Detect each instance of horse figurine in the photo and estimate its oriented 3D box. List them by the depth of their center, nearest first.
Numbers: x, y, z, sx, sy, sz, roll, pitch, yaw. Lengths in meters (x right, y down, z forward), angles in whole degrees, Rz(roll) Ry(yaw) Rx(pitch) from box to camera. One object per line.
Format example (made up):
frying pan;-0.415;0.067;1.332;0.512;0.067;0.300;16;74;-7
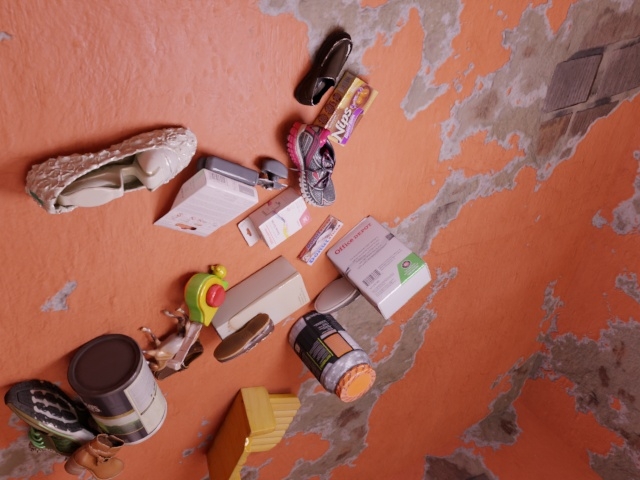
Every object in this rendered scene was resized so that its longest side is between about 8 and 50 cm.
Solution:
horse figurine;-0.446;0.289;1.849;0.263;0.066;0.174;-39;131;-5

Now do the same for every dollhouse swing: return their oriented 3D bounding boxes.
dollhouse swing;-0.218;0.765;2.306;0.305;0.315;0.346;18;111;-26

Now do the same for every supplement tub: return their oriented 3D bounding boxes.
supplement tub;0.042;0.410;2.187;0.194;0.316;0.193;-23;136;-24

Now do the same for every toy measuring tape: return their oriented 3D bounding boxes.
toy measuring tape;-0.363;0.201;1.755;0.330;0.122;0.121;-63;148;-26

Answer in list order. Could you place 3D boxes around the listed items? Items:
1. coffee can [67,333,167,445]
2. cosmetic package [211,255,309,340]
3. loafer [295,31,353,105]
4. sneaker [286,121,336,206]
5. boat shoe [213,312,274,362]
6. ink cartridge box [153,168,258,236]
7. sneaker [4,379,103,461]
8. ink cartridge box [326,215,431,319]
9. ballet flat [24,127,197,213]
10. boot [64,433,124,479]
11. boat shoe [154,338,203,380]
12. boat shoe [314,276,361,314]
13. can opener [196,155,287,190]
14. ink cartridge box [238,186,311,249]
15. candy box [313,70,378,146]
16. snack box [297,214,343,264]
coffee can;-0.571;0.429;1.754;0.202;0.201;0.275;-28;138;-20
cosmetic package;-0.201;0.204;1.957;0.310;0.113;0.160;-35;140;-14
loafer;0.024;-0.442;1.620;0.080;0.078;0.220;18;111;-48
sneaker;-0.005;-0.201;1.745;0.299;0.112;0.120;68;37;-50
boat shoe;-0.228;0.310;1.878;0.207;0.073;0.073;-34;137;-14
ink cartridge box;-0.307;-0.094;1.632;0.225;0.056;0.181;-28;151;33
sneaker;-0.766;0.544;1.740;0.182;0.158;0.410;-33;138;-2
ink cartridge box;0.193;0.085;2.062;0.211;0.289;0.121;-40;143;-6
ballet flat;-0.455;-0.147;1.416;0.409;0.147;0.146;-22;136;-27
boot;-0.612;0.621;1.769;0.152;0.073;0.197;-43;144;15
boat shoe;-0.446;0.382;1.936;0.178;0.060;0.064;-39;140;-8
boat shoe;0.127;0.160;2.207;0.335;0.112;0.095;-43;136;-9
can opener;-0.202;-0.194;1.663;0.284;0.076;0.095;15;80;-47
ink cartridge box;-0.134;-0.054;1.826;0.198;0.067;0.115;-36;140;-11
candy box;0.069;-0.371;1.743;0.109;0.053;0.186;19;108;-48
snack box;0.000;0.000;2.026;0.178;0.022;0.064;-52;142;8
